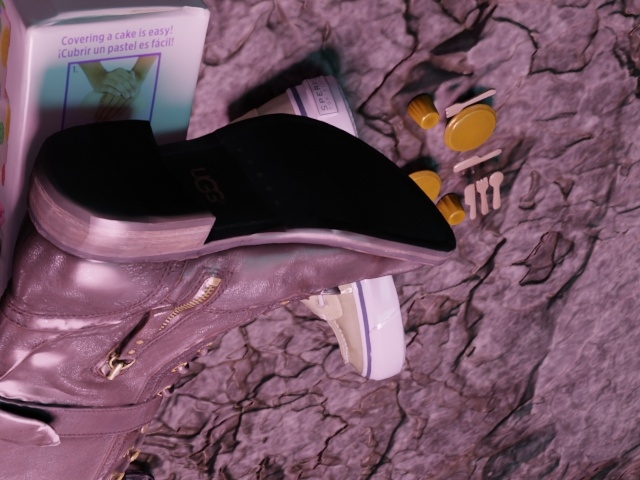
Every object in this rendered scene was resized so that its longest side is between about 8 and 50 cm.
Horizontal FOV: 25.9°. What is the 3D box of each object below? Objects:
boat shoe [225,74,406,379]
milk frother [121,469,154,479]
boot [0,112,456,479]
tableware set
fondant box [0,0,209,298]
[{"bbox_3d":[0.000,0.000,1.096,0.094,0.109,0.302,-16,130,0],"label":"boat shoe"},{"bbox_3d":[-0.185,0.255,1.175,0.143,0.134,0.129,9,154,-38],"label":"milk frother"},{"bbox_3d":[-0.080,0.047,0.716,0.263,0.091,0.229,3,133,-35],"label":"boot"},{"bbox_3d":[0.099,-0.063,1.152,0.104,0.024,0.154,-24,141,-9],"label":"tableware set"},{"bbox_3d":[-0.174,-0.050,0.792,0.096,0.238,0.330,-10,135,-27],"label":"fondant box"}]
